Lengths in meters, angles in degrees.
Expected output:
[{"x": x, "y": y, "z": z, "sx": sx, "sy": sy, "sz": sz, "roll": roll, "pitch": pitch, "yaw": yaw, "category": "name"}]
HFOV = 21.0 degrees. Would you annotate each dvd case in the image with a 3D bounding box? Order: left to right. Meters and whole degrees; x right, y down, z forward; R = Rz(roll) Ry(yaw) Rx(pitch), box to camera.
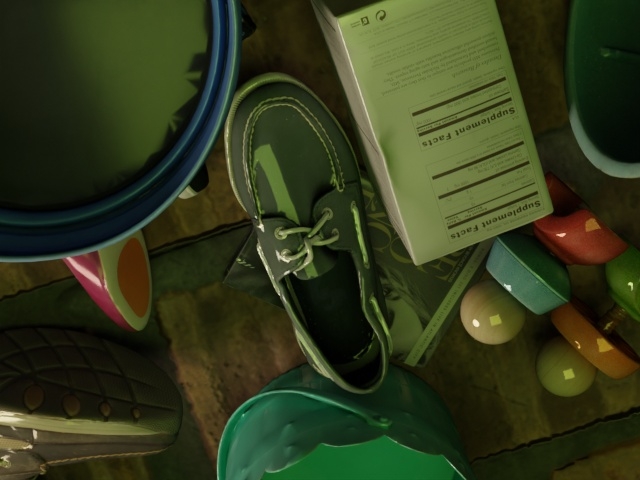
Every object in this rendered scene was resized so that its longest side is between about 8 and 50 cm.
[{"x": 0.041, "y": 0.017, "z": 1.642, "sx": 0.221, "sy": 0.018, "sz": 0.164, "roll": 24, "pitch": 113, "yaw": -16, "category": "dvd case"}]

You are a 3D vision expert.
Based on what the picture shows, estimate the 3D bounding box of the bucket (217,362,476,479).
[{"x": 0.027, "y": 0.260, "z": 1.676, "sx": 0.281, "sy": 0.183, "sz": 0.281, "roll": -2, "pitch": 117, "yaw": -3, "category": "bucket"}]

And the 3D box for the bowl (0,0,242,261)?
[{"x": -0.254, "y": -0.177, "z": 1.434, "sx": 0.391, "sy": 0.077, "sz": 0.391, "roll": 2, "pitch": 104, "yaw": 7, "category": "bowl"}]

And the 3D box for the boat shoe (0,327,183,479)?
[{"x": -0.307, "y": 0.166, "z": 1.650, "sx": 0.355, "sy": 0.132, "sz": 0.130, "roll": 6, "pitch": 127, "yaw": 3, "category": "boat shoe"}]

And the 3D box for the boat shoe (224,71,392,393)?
[{"x": 0.000, "y": 0.000, "z": 1.554, "sx": 0.116, "sy": 0.099, "sz": 0.319, "roll": -20, "pitch": 120, "yaw": -7, "category": "boat shoe"}]

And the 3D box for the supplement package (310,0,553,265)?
[{"x": 0.094, "y": -0.128, "z": 1.496, "sx": 0.134, "sy": 0.139, "sz": 0.244, "roll": -21, "pitch": 118, "yaw": -3, "category": "supplement package"}]

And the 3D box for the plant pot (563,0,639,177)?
[{"x": 0.429, "y": -0.181, "z": 1.409, "sx": 0.334, "sy": 0.341, "sz": 0.341, "roll": 12, "pitch": 116, "yaw": -19, "category": "plant pot"}]

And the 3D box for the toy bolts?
[{"x": 0.242, "y": 0.076, "z": 1.564, "sx": 0.228, "sy": 0.218, "sz": 0.158, "roll": 38, "pitch": 100, "yaw": -30, "category": "toy bolts"}]

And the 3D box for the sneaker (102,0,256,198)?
[{"x": -0.105, "y": -0.144, "z": 1.512, "sx": 0.121, "sy": 0.079, "sz": 0.217, "roll": -16, "pitch": 116, "yaw": 6, "category": "sneaker"}]

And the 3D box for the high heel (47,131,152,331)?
[{"x": -0.242, "y": -0.010, "z": 1.590, "sx": 0.117, "sy": 0.082, "sz": 0.244, "roll": -3, "pitch": 134, "yaw": 27, "category": "high heel"}]
